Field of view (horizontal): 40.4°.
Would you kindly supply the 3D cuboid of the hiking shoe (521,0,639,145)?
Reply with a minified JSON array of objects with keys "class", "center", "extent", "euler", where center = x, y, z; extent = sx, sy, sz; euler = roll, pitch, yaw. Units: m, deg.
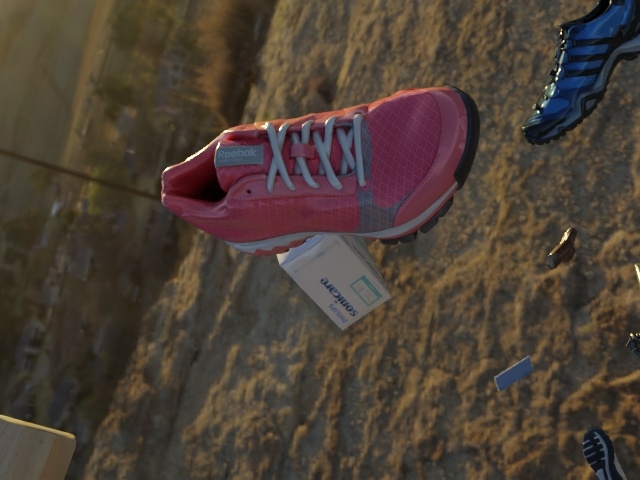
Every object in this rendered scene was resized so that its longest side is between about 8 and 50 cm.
[{"class":"hiking shoe","center":[0.422,-0.297,1.439],"extent":[0.304,0.132,0.113],"euler":[-50,12,5]}]

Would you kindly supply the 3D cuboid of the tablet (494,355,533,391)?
[{"class":"tablet","center":[0.383,0.264,1.721],"extent":[0.083,0.054,0.006],"euler":[-32,44,-5]}]

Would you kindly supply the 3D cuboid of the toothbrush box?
[{"class":"toothbrush box","center":[0.000,0.000,1.729],"extent":[0.126,0.216,0.295],"euler":[-35,34,10]}]

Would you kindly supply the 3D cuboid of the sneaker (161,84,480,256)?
[{"class":"sneaker","center":[-0.015,-0.053,0.729],"extent":[0.313,0.136,0.116],"euler":[-17,68,41]}]

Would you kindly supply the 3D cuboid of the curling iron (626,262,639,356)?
[{"class":"curling iron","center":[0.555,0.112,1.480],"extent":[0.274,0.068,0.035],"euler":[-65,-15,-54]}]

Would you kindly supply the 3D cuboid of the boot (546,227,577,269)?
[{"class":"boot","center":[0.533,0.039,1.941],"extent":[0.037,0.114,0.106],"euler":[21,139,26]}]

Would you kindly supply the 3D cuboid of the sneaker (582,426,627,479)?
[{"class":"sneaker","center":[0.370,0.295,1.125],"extent":[0.040,0.044,0.109],"euler":[-21,68,14]}]

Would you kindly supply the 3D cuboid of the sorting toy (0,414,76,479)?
[{"class":"sorting toy","center":[-0.542,0.381,1.341],"extent":[0.089,0.255,0.257],"euler":[-156,87,-74]}]
